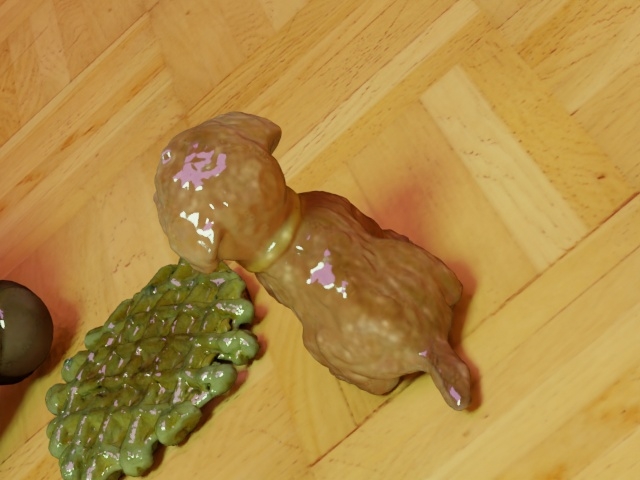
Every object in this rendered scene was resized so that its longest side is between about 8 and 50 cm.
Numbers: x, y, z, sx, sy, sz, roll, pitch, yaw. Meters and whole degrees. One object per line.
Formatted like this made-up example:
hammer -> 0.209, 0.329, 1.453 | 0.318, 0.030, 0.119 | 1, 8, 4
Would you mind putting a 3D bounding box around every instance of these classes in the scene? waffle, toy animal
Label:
waffle -> -0.120, 0.089, 1.080 | 0.183, 0.036, 0.169 | -45, 32, 5
toy animal -> -0.005, 0.010, 0.882 | 0.104, 0.185, 0.184 | -46, 31, -1

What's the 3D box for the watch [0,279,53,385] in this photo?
watch -> -0.425, 0.114, 1.241 | 0.327, 0.314, 0.335 | -14, 53, 61
